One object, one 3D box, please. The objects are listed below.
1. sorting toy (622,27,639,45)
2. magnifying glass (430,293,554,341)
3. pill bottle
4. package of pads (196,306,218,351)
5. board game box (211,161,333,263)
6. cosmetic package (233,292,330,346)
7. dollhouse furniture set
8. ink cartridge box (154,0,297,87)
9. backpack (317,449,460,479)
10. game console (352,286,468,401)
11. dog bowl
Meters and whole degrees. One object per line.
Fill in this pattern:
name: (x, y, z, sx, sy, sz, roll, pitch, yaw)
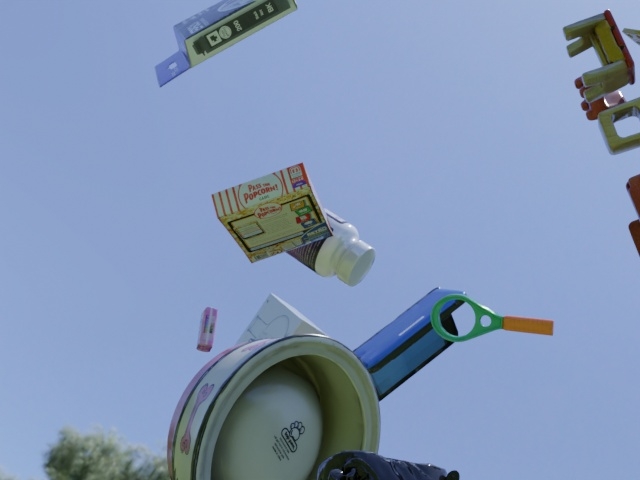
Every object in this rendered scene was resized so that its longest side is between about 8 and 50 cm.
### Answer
sorting toy: (0.597, -0.264, 1.291, 0.132, 0.046, 0.274, 22, 12, -48)
magnifying glass: (0.320, 0.152, 1.531, 0.231, 0.026, 0.092, 4, -87, 23)
pill bottle: (0.000, 0.000, 1.460, 0.193, 0.108, 0.108, 33, -40, 25)
package of pads: (-0.233, 0.183, 1.670, 0.032, 0.083, 0.050, 11, -26, -12)
board game box: (-0.070, -0.037, 1.272, 0.147, 0.045, 0.193, -19, -24, 3)
cosmetic package: (-0.157, 0.335, 2.001, 0.097, 0.377, 0.284, 35, -3, -19)
dollhouse furniture set: (0.495, -0.143, 1.188, 0.152, 0.374, 0.201, -20, -23, 14)
ink cartridge box: (-0.147, -0.293, 1.128, 0.208, 0.206, 0.045, -31, -67, -2)
backpack: (0.061, 0.307, 0.781, 0.152, 0.182, 0.115, 13, -34, -18)
game console: (0.228, 0.261, 1.922, 0.173, 0.293, 0.250, 55, -12, -8)
dog bowl: (-0.088, 0.354, 1.432, 0.150, 0.408, 0.408, 8, -46, 49)
